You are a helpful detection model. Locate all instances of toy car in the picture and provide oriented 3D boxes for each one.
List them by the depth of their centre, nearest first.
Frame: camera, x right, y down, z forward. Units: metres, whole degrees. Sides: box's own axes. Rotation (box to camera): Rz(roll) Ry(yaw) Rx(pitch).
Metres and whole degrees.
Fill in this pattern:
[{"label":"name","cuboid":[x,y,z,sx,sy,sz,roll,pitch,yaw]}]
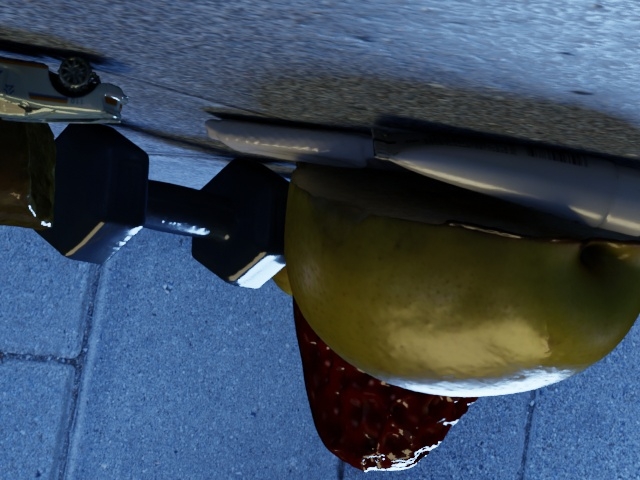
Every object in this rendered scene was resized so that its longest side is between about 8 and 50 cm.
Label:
[{"label":"toy car","cuboid":[-0.251,-0.123,1.122,0.205,0.056,0.095,9,179,-5]}]

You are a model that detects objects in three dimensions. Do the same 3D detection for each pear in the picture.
[{"label":"pear","cuboid":[0.132,0.046,1.369,0.340,0.191,0.386,1,-167,-29]}]

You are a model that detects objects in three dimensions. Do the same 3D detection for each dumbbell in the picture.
[{"label":"dumbbell","cuboid":[-0.173,-0.037,1.675,0.325,0.144,0.160,13,-162,-45]}]

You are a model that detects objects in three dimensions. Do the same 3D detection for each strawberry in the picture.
[{"label":"strawberry","cuboid":[0.108,0.104,1.713,0.317,0.345,0.295,7,176,33]}]

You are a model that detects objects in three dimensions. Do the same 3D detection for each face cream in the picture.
[{"label":"face cream","cuboid":[0.161,-0.055,1.202,0.244,0.058,0.092,13,-164,-4]}]

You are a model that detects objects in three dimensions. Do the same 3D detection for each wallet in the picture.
[{"label":"wallet","cuboid":[-0.011,-0.088,1.355,0.183,0.032,0.124,7,180,18]}]

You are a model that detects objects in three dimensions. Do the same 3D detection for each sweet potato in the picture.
[{"label":"sweet potato","cuboid":[-0.376,-0.095,1.232,0.370,0.157,0.158,10,177,-35]}]

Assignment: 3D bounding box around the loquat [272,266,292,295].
[{"label":"loquat","cuboid":[0.000,0.000,1.928,0.204,0.149,0.172,-4,-160,5]}]
